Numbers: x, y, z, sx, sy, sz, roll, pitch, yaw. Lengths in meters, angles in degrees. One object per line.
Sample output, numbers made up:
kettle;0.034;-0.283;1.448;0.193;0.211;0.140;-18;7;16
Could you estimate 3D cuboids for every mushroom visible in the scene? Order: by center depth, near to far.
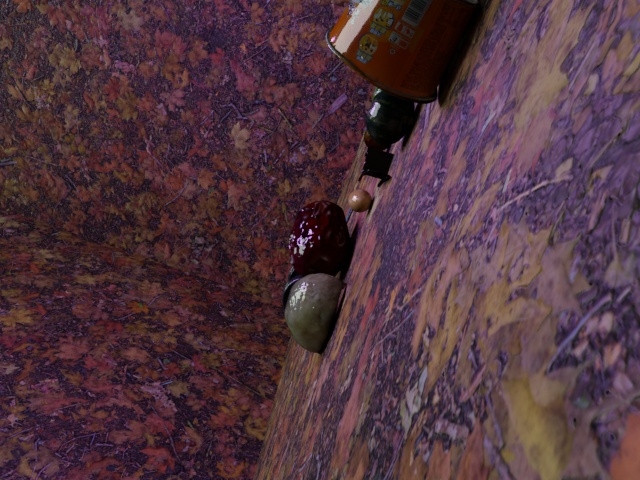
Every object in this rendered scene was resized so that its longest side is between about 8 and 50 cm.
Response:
mushroom;-0.037;0.234;1.701;0.267;0.164;0.189;112;177;-48

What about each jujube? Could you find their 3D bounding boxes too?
jujube;0.000;0.000;1.944;0.376;0.259;0.258;-103;30;-62

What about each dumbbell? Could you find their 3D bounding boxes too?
dumbbell;-0.048;0.188;2.078;0.388;0.185;0.185;-79;9;-75

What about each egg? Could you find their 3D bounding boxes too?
egg;0.132;-0.131;1.766;0.096;0.080;0.080;-79;9;-74

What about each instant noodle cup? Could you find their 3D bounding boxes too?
instant noodle cup;0.187;-0.468;1.136;0.214;0.297;0.296;-57;10;37

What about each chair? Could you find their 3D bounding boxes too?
chair;0.175;-0.232;1.608;0.212;0.084;0.101;140;145;-85

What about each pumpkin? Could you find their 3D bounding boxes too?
pumpkin;0.197;-0.348;1.481;0.167;0.125;0.167;-47;-6;-7

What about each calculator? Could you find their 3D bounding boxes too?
calculator;0.147;-0.158;2.427;0.057;0.018;0.172;-71;1;-52

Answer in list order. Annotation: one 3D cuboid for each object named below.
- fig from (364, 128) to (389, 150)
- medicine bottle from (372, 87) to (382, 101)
fig;0.206;-0.379;1.818;0.109;0.103;0.154;-106;19;-45
medicine bottle;0.258;-0.564;1.752;0.133;0.134;0.274;116;172;-70
